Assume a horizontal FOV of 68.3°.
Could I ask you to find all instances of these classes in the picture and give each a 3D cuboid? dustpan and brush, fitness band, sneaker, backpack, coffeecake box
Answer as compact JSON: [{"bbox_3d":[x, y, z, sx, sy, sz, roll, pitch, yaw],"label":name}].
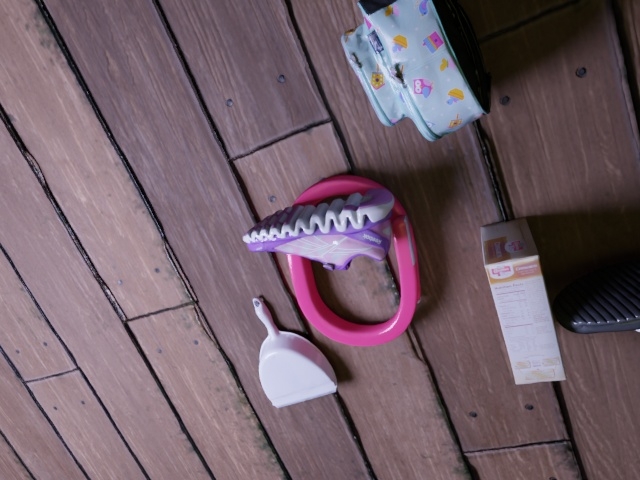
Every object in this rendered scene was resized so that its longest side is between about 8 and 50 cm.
[{"bbox_3d":[-0.073,0.201,0.873,0.147,0.060,0.211,-23,111,22],"label":"dustpan and brush"},{"bbox_3d":[0.052,0.038,0.768,0.209,0.054,0.290,-4,110,20],"label":"fitness band"},{"bbox_3d":[0.484,0.094,0.615,0.331,0.122,0.146,-15,114,10],"label":"sneaker"},{"bbox_3d":[0.123,-0.214,0.575,0.144,0.166,0.188,-32,97,26],"label":"backpack"},{"bbox_3d":[0.283,0.081,0.666,0.068,0.142,0.185,-13,107,21],"label":"coffeecake box"},{"bbox_3d":[0.000,0.000,0.691,0.237,0.095,0.104,-9,114,21],"label":"sneaker"}]
